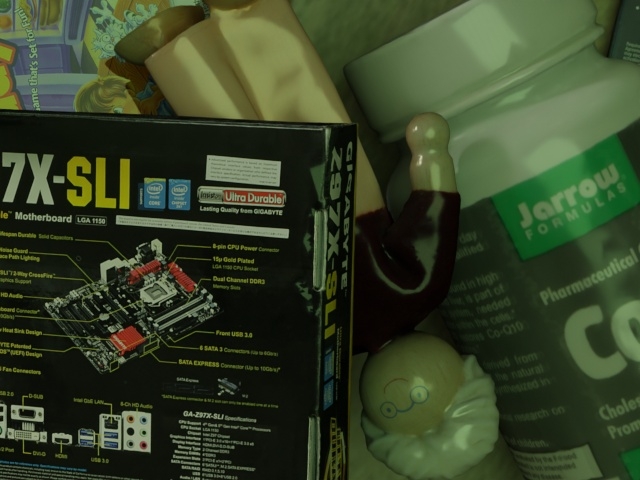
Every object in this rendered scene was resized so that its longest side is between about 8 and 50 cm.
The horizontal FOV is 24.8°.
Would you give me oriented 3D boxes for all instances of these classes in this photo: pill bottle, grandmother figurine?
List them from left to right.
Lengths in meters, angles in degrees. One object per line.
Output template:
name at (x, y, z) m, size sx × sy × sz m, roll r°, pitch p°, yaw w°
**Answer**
grandmother figurine at (0.000, 0.000, 0.918) m, size 0.208 × 0.104 × 0.342 m, roll -32°, pitch 89°, yaw 33°
pill bottle at (0.170, 0.003, 1.001) m, size 0.204 × 0.204 × 0.361 m, roll -29°, pitch 96°, yaw -10°

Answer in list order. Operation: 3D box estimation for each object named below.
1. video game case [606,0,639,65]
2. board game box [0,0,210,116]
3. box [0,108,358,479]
video game case at (0.332, -0.202, 1.088) m, size 0.196 × 0.026 × 0.274 m, roll 14°, pitch 87°, yaw 11°
board game box at (-0.156, -0.001, 0.997) m, size 0.233 × 0.078 × 0.347 m, roll -14°, pitch 94°, yaw -11°
box at (-0.142, 0.050, 0.871) m, size 0.322 × 0.079 × 0.257 m, roll 3°, pitch 96°, yaw 14°
